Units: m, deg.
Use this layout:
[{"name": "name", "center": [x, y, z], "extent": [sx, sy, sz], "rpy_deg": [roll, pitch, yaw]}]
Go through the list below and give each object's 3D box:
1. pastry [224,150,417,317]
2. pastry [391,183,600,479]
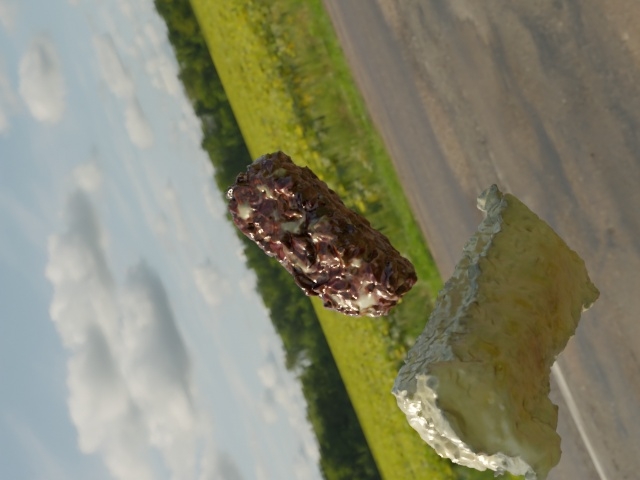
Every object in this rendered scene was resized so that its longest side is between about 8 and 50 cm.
[{"name": "pastry", "center": [0.001, 0.000, 1.007], "extent": [0.208, 0.097, 0.115], "rpy_deg": [41, -157, 13]}, {"name": "pastry", "center": [0.134, 0.073, 0.726], "extent": [0.089, 0.121, 0.258], "rpy_deg": [-59, 1, 43]}]
